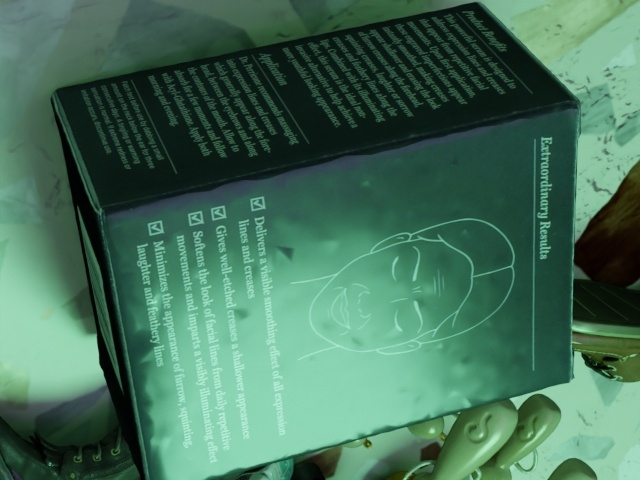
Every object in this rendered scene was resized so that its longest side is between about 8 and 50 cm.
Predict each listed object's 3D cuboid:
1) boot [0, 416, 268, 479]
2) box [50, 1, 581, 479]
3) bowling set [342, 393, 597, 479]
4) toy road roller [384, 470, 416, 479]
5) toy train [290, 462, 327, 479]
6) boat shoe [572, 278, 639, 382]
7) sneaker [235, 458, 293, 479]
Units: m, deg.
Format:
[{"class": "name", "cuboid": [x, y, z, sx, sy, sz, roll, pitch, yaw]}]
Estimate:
[{"class": "boot", "cuboid": [-0.190, 0.189, 1.521, 0.229, 0.091, 0.263, -46, 117, -17]}, {"class": "box", "cuboid": [0.000, 0.000, 1.367, 0.396, 0.212, 0.293, -13, 125, -13]}, {"class": "bowling set", "cuboid": [0.167, 0.209, 1.711, 0.154, 0.287, 0.200, -54, 167, 20]}, {"class": "toy road roller", "cuboid": [0.081, 0.448, 1.805, 0.329, 0.202, 0.240, -41, 140, 1]}, {"class": "toy train", "cuboid": [0.008, 0.395, 1.640, 0.190, 0.334, 0.142, -41, 144, 17]}, {"class": "boat shoe", "cuboid": [0.343, 0.112, 1.793, 0.307, 0.111, 0.104, 3, 118, -35]}, {"class": "sneaker", "cuboid": [-0.098, 0.269, 1.615, 0.166, 0.076, 0.065, -50, 142, -34]}]
